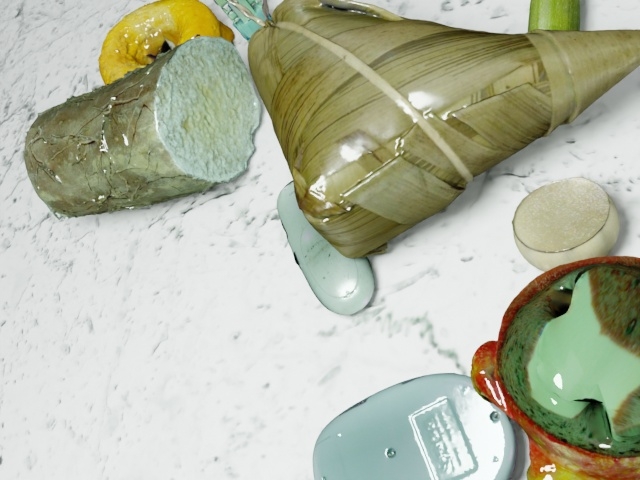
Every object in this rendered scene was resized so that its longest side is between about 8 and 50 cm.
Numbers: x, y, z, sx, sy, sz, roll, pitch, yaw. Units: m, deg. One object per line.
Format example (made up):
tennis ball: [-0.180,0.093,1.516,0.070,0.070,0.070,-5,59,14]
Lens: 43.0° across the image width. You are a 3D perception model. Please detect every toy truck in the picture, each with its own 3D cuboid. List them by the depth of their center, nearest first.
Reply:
toy truck: [-0.129,-0.385,1.351,0.067,0.175,0.081,-39,57,6]

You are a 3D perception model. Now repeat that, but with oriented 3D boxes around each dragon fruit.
dragon fruit: [0.293,0.131,0.824,0.268,0.130,0.295,19,64,28]

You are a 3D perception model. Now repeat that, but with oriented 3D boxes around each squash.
squash: [0.313,-0.275,1.093,0.069,0.069,0.239,-4,62,29]

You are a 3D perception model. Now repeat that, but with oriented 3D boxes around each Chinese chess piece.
Chinese chess piece: [0.289,-0.017,0.961,0.122,0.051,0.122,-19,43,19]

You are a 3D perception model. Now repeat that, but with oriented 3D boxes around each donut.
donut: [-0.275,-0.326,1.452,0.253,0.118,0.253,-7,57,11]

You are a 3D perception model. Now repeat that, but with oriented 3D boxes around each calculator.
calculator: [0.084,0.264,0.932,0.299,0.041,0.185,-31,57,19]

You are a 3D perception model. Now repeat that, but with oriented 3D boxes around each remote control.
remote control: [0.001,0.001,1.140,0.097,0.045,0.256,-36,49,6]

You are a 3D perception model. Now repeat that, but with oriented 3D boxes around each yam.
yam: [-0.289,-0.166,1.292,0.348,0.241,0.241,-15,57,27]

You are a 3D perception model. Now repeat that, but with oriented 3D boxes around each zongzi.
zongzi: [0.135,-0.267,1.115,0.467,0.218,0.500,-28,51,7]

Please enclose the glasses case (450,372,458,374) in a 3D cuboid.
glasses case: [0.172,0.190,0.945,0.033,0.023,0.083,-48,53,8]
